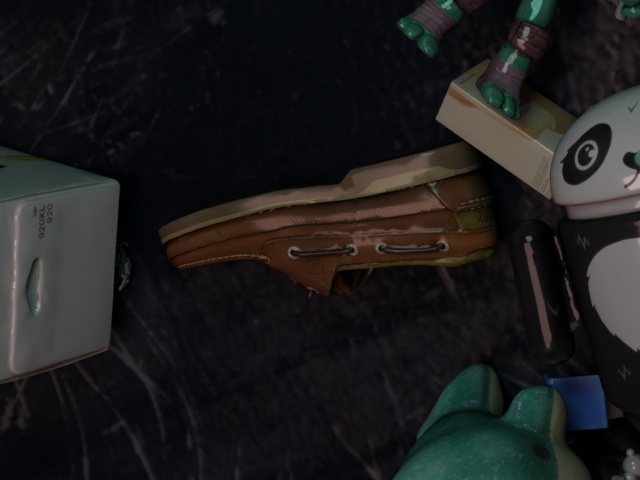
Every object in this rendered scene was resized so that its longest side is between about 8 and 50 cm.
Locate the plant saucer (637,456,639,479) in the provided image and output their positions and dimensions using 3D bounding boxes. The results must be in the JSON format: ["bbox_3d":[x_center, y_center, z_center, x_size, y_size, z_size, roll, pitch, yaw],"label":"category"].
[{"bbox_3d":[0.301,0.207,1.411,0.119,0.021,0.119,8,106,30],"label":"plant saucer"}]

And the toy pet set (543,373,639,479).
[{"bbox_3d":[0.213,0.161,1.409,0.122,0.065,0.114,-4,92,48],"label":"toy pet set"}]

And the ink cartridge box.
[{"bbox_3d":[-0.324,0.012,1.631,0.233,0.168,0.171,16,110,35],"label":"ink cartridge box"}]

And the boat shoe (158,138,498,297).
[{"bbox_3d":[0.000,0.000,1.484,0.307,0.111,0.104,-13,95,33],"label":"boat shoe"}]

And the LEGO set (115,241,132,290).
[{"bbox_3d":[-0.196,0.008,1.660,0.054,0.023,0.083,-16,81,31],"label":"LEGO set"}]

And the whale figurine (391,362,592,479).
[{"bbox_3d":[0.106,0.191,1.382,0.141,0.272,0.216,22,114,-18],"label":"whale figurine"}]

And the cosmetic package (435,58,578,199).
[{"bbox_3d":[0.155,-0.088,1.396,0.115,0.060,0.041,36,132,17],"label":"cosmetic package"}]

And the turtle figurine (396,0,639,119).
[{"bbox_3d":[0.173,-0.215,1.322,0.175,0.118,0.234,41,105,11],"label":"turtle figurine"}]

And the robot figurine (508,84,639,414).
[{"bbox_3d":[0.267,0.022,1.291,0.173,0.209,0.278,-3,104,68],"label":"robot figurine"}]
